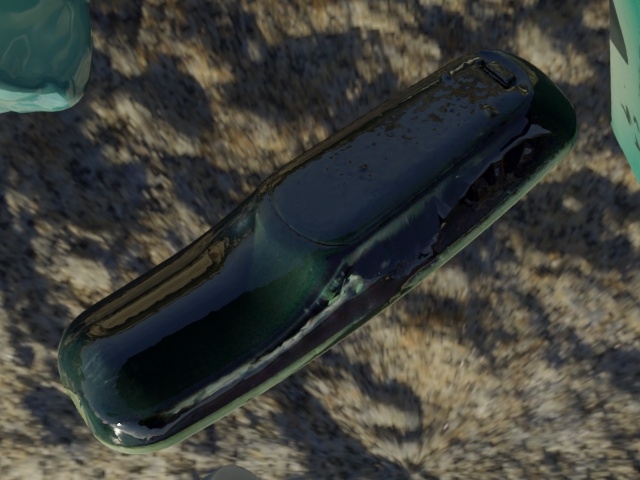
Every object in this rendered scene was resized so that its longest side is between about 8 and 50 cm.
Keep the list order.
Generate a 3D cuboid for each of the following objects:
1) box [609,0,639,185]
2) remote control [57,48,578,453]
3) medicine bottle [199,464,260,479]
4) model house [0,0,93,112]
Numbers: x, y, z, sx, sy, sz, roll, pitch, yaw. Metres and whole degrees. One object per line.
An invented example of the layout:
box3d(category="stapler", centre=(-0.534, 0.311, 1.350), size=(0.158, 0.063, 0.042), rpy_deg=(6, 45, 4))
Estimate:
box3d(category="box", centre=(0.241, -0.094, 0.562), size=(0.244, 0.153, 0.092), rpy_deg=(-22, 61, -1))
box3d(category="remote control", centre=(0.000, 0.000, 0.544), size=(0.222, 0.042, 0.072), rpy_deg=(-35, 46, -8))
box3d(category="medicine bottle", centre=(-0.133, 0.289, 1.372), size=(0.183, 0.086, 0.086), rpy_deg=(-35, 78, 33))
box3d(category="model house", centre=(-0.162, -0.165, 0.252), size=(0.230, 0.248, 0.281), rpy_deg=(4, 92, 35))
